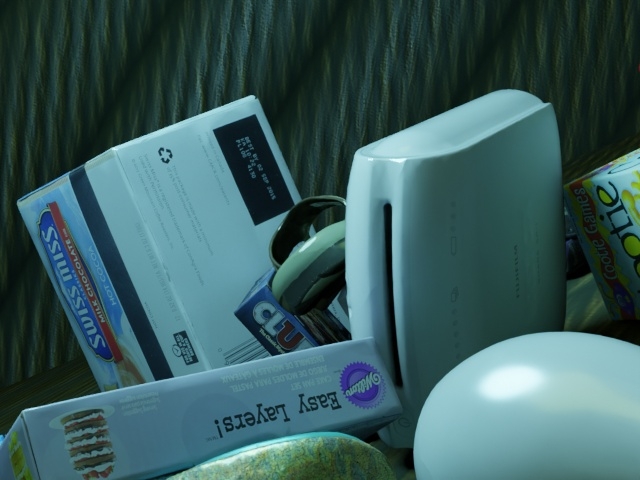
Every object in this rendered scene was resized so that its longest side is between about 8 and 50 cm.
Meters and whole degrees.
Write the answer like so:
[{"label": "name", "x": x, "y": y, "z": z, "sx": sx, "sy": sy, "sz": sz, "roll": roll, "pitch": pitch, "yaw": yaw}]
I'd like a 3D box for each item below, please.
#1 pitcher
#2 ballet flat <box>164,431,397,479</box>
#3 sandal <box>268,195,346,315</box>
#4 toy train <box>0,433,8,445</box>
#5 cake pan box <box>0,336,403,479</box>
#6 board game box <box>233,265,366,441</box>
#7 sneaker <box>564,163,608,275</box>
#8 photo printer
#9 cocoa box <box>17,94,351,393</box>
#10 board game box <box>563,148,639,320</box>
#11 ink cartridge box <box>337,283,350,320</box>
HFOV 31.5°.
[{"label": "pitcher", "x": 0.129, "y": 0.122, "z": 0.516, "sx": 0.207, "sy": 0.125, "sz": 0.178, "roll": -1, "pitch": 35, "yaw": 50}, {"label": "ballet flat", "x": -0.114, "y": 0.218, "z": 0.653, "sx": 0.349, "sy": 0.123, "sz": 0.123, "roll": -21, "pitch": 4, "yaw": 10}, {"label": "sandal", "x": 0.001, "y": -0.001, "z": 1.039, "sx": 0.120, "sy": 0.086, "sz": 0.303, "roll": -50, "pitch": -6, "yaw": 3}, {"label": "toy train", "x": -0.374, "y": 0.280, "z": 1.467, "sx": 0.105, "sy": 0.080, "sz": 0.184, "roll": -18, "pitch": 1, "yaw": -31}, {"label": "cake pan box", "x": -0.102, "y": 0.158, "z": 0.812, "sx": 0.267, "sy": 0.070, "sz": 0.246, "roll": -10, "pitch": -19, "yaw": -29}, {"label": "board game box", "x": -0.005, "y": 0.101, "z": 1.120, "sx": 0.042, "sy": 0.165, "sz": 0.243, "roll": -42, "pitch": 3, "yaw": 4}, {"label": "sneaker", "x": 0.322, "y": -0.002, "z": 1.407, "sx": 0.283, "sy": 0.107, "sz": 0.124, "roll": -26, "pitch": 18, "yaw": 3}, {"label": "photo printer", "x": 0.119, "y": 0.018, "z": 0.956, "sx": 0.107, "sy": 0.255, "sz": 0.307, "roll": 2, "pitch": 15, "yaw": 28}, {"label": "cocoa box", "x": -0.148, "y": 0.048, "z": 1.327, "sx": 0.228, "sy": 0.347, "sz": 0.231, "roll": -19, "pitch": 5, "yaw": 46}, {"label": "board game box", "x": 0.351, "y": -0.022, "z": 0.963, "sx": 0.142, "sy": 0.144, "sz": 0.275, "roll": -24, "pitch": 3, "yaw": -19}, {"label": "ink cartridge box", "x": 0.099, "y": 0.079, "z": 1.137, "sx": 0.092, "sy": 0.143, "sz": 0.090, "roll": -20, "pitch": 22, "yaw": 29}]
